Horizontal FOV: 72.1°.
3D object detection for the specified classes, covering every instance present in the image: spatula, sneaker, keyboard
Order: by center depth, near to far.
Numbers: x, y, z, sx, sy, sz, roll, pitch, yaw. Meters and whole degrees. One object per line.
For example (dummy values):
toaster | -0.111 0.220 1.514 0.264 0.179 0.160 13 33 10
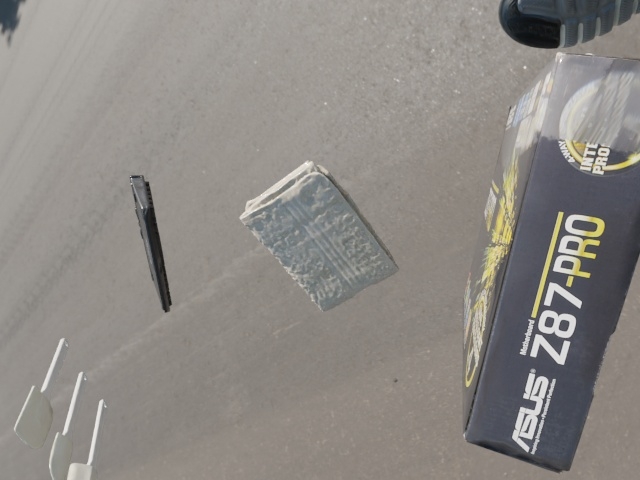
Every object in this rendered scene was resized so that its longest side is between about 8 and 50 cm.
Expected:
sneaker | 0.284 -0.281 0.469 0.228 0.086 0.132 -15 42 3
spatula | -0.326 0.237 0.575 0.242 0.019 0.168 31 145 65
keyboard | -0.221 0.001 0.581 0.108 0.023 0.180 52 147 40

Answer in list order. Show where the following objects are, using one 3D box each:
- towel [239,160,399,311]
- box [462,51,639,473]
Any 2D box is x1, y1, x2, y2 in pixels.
towel | 0.000 0.000 0.837 0.187 0.282 0.049 -31 23 17
box | 0.240 -0.006 0.501 0.097 0.395 0.318 14 106 15
